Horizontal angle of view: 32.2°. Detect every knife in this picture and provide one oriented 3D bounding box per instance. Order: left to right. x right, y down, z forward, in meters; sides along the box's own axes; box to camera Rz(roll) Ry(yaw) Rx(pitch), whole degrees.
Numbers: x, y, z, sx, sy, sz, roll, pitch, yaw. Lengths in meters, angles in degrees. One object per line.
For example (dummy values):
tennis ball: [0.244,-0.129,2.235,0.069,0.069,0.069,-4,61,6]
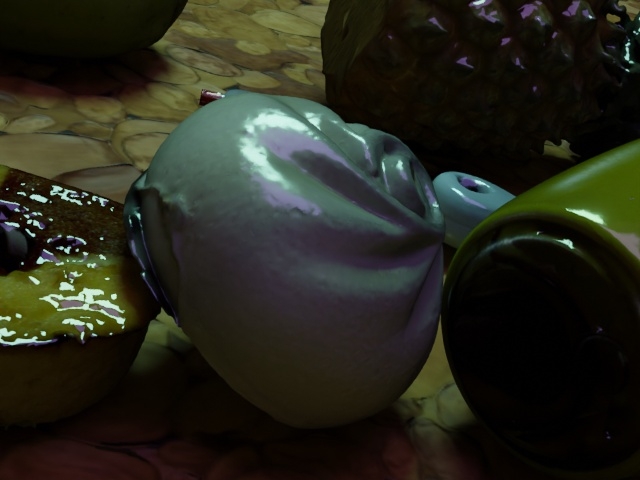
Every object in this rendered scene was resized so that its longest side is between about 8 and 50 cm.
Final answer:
knife: [0.227,0.016,0.792,0.331,0.044,0.080,16,19,-12]

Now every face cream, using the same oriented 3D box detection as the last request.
face cream: [-0.055,-0.106,0.884,0.083,0.021,0.040,12,27,-8]

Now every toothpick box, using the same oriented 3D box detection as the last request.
toothpick box: [0.194,0.026,0.602,0.271,0.175,0.175,-16,41,-42]

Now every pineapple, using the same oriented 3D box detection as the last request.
pineapple: [0.190,-0.147,0.919,0.357,0.223,0.223,16,25,-18]

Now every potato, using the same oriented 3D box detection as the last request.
potato: [-0.224,-0.224,0.890,0.228,0.149,0.197,13,12,2]

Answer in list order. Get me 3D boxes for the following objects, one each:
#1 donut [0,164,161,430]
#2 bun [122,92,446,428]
donut: [-0.166,0.021,0.524,0.184,0.073,0.166,10,27,-14]
bun: [0.000,0.000,0.541,0.173,0.120,0.173,49,17,-21]
